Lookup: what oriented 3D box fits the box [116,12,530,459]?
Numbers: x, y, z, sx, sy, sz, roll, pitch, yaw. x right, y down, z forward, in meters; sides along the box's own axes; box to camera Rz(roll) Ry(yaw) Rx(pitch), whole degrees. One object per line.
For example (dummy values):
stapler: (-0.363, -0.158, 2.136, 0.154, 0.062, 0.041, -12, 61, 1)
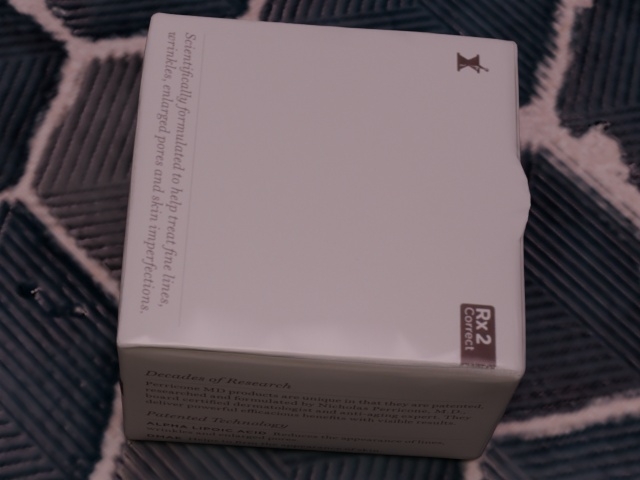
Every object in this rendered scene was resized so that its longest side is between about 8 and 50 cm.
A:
box: (0.000, 0.000, 0.721, 0.182, 0.119, 0.181, 4, 61, -3)
